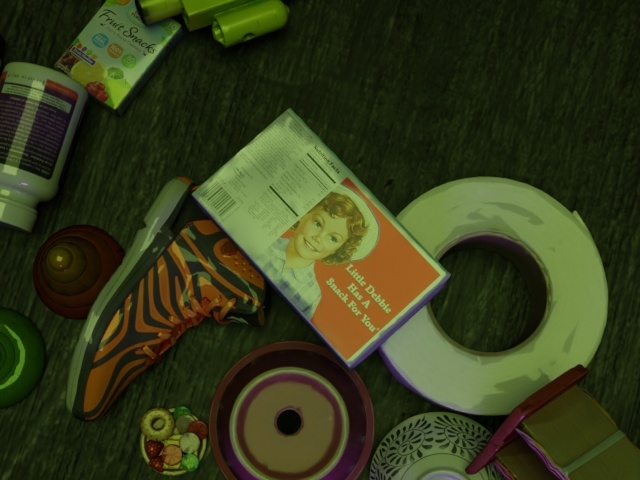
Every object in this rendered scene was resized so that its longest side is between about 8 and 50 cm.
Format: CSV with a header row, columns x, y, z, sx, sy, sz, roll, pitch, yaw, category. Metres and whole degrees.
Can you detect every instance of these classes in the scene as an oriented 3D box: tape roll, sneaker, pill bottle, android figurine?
x,y,z,sx,sy,sz,roll,pitch,yaw,category
0.196,0.069,1.224,0.286,0.100,0.286,0,80,0,tape roll
-0.164,0.091,1.203,0.180,0.124,0.321,26,81,5,sneaker
-0.364,-0.112,1.244,0.108,0.108,0.193,15,80,2,pill bottle
-0.122,-0.372,1.306,0.273,0.056,0.248,-23,76,-14,android figurine

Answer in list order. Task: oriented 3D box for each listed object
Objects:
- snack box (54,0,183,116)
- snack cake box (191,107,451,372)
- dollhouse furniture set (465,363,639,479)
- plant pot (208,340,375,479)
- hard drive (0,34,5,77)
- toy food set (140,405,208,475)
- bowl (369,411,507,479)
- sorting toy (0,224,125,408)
x,y,z,sx,sy,sz,roll,pitch,yaw,category
-0.259,-0.245,1.304,0.100,0.037,0.141,36,80,4,snack box
0.000,0.000,1.144,0.152,0.089,0.264,-41,80,-6,snack cake box
0.378,0.215,1.132,0.374,0.152,0.201,-24,63,-30,dollhouse furniture set
-0.034,0.212,1.156,0.201,0.180,0.201,0,81,0,plant pot
-0.542,-0.116,1.267,0.237,0.064,0.338,7,81,1,hard drive
-0.178,0.243,1.229,0.083,0.020,0.083,0,80,-1,toy food set
0.141,0.291,1.176,0.170,0.080,0.170,0,93,3,bowl
-0.385,0.118,1.196,0.127,0.126,0.365,43,82,6,sorting toy
